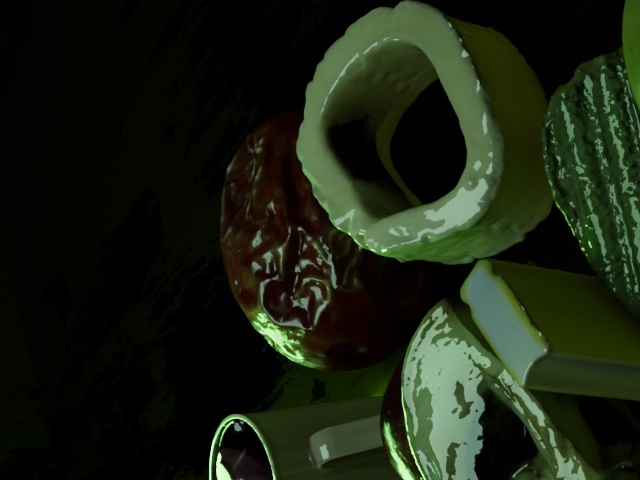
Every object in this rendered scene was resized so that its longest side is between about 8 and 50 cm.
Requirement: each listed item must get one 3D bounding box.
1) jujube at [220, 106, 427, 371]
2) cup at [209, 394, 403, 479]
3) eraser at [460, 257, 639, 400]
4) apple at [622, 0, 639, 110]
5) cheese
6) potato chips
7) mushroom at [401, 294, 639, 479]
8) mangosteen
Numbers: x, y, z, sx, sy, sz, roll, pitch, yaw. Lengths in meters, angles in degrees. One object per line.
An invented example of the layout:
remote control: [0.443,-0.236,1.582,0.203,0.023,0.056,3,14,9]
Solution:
jujube: [-0.001,0.002,2.274,0.276,0.276,0.377,126,144,-48]
cup: [0.009,0.302,2.251,0.208,0.273,0.288,54,140,44]
eraser: [0.276,0.098,1.818,0.069,0.226,0.158,-57,42,29]
apple: [0.416,-0.179,1.511,0.279,0.279,0.279,13,105,59]
cheese: [0.133,-0.118,2.034,0.292,0.153,0.332,-46,53,27]
potato chips: [0.396,-0.049,1.736,0.358,0.070,0.429,-27,73,52]
mushroom: [0.239,0.218,1.856,0.292,0.217,0.212,39,108,30]
mangosteen: [0.180,0.229,2.051,0.257,0.215,0.215,76,-179,-76]
